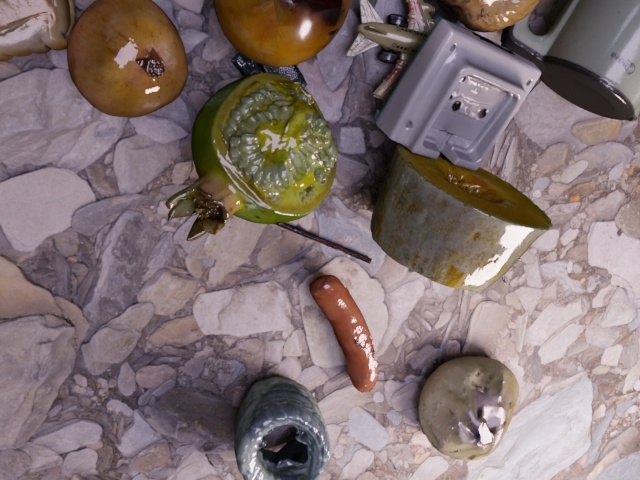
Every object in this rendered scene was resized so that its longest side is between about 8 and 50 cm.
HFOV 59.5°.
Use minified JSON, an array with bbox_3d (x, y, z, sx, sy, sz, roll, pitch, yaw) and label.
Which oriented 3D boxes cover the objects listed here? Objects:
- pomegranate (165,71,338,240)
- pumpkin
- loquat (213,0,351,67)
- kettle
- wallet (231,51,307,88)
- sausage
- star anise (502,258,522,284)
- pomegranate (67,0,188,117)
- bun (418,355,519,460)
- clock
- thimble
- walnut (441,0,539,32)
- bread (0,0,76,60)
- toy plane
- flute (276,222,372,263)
[{"bbox_3d":[-0.119,-0.133,0.958,0.341,0.260,0.260,-41,118,-26],"label":"pomegranate"},{"bbox_3d":[0.257,-0.039,1.108,0.333,0.332,0.199,12,119,-22],"label":"pumpkin"},{"bbox_3d":[-0.064,-0.402,0.903,0.235,0.235,0.234,-6,110,-17],"label":"loquat"},{"bbox_3d":[0.580,-0.482,1.113,0.361,0.250,0.376,31,100,-5],"label":"kettle"},{"bbox_3d":[-0.091,-0.312,1.036,0.088,0.026,0.129,-43,116,-1],"label":"wallet"},{"bbox_3d":[0.065,0.206,1.245,0.087,0.079,0.326,-33,118,-18],"label":"sausage"},{"bbox_3d":[0.420,0.021,1.323,0.158,0.144,0.140,-14,68,-21],"label":"star anise"},{"bbox_3d":[-0.304,-0.290,0.884,0.191,0.191,0.191,-6,110,-17],"label":"pomegranate"},{"bbox_3d":[0.376,0.418,1.382,0.273,0.168,0.272,-5,103,-21],"label":"bun"},{"bbox_3d":[0.272,-0.263,1.070,0.262,0.116,0.231,8,129,-34],"label":"clock"},{"bbox_3d":[-0.087,0.433,1.227,0.205,0.172,0.250,-15,110,-9],"label":"thimble"},{"bbox_3d":[0.313,-0.481,1.014,0.245,0.198,0.198,-54,125,-41],"label":"walnut"},{"bbox_3d":[-0.490,-0.345,0.857,0.225,0.081,0.134,-19,119,-14],"label":"bread"},{"bbox_3d":[0.172,-0.377,1.069,0.244,0.092,0.228,8,104,-22],"label":"toy plane"},{"bbox_3d":[0.000,0.000,1.185,0.270,0.014,0.014,22,100,-25],"label":"flute"}]
